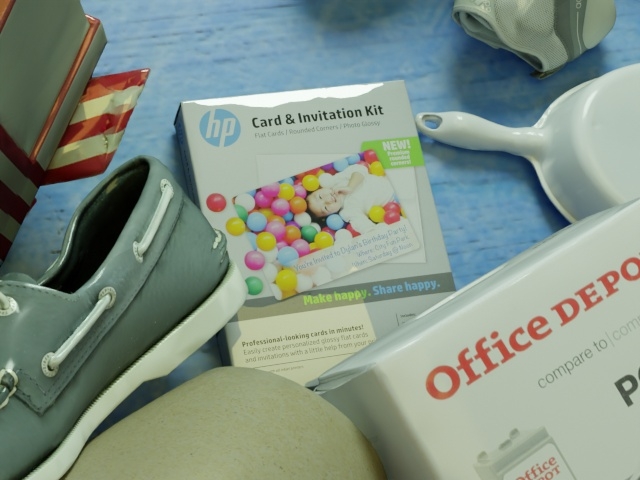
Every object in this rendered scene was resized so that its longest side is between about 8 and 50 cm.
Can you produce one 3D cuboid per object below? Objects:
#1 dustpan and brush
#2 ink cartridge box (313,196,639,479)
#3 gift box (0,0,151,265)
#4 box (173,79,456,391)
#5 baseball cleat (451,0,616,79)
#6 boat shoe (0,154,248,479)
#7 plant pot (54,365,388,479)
[{"bbox_3d":[0.166,-0.060,1.043,0.211,0.060,0.147,14,66,-14],"label":"dustpan and brush"},{"bbox_3d":[0.157,0.146,0.903,0.207,0.117,0.283,-30,88,-20],"label":"ink cartridge box"},{"bbox_3d":[-0.245,-0.084,0.842,0.255,0.258,0.276,29,82,1],"label":"gift box"},{"bbox_3d":[0.000,0.000,0.987,0.145,0.038,0.186,-7,70,-15],"label":"box"},{"bbox_3d":[0.115,-0.199,1.036,0.109,0.072,0.206,-36,107,-18],"label":"baseball cleat"},{"bbox_3d":[-0.156,0.057,0.814,0.319,0.116,0.099,-40,114,-47],"label":"boat shoe"},{"bbox_3d":[-0.082,0.197,0.803,0.256,0.256,0.274,34,51,2],"label":"plant pot"}]
